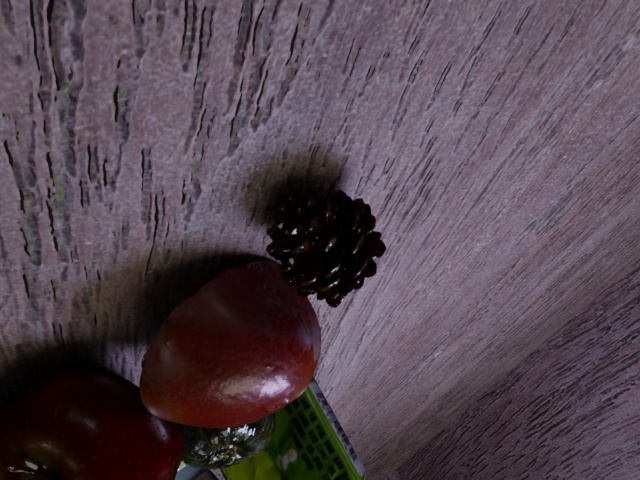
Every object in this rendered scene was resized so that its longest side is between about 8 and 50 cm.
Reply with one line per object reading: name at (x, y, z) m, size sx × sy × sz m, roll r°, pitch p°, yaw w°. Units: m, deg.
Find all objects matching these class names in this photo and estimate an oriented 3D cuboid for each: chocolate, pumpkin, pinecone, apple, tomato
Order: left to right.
apple at (-0.357, 0.342, 0.895) m, size 0.288 × 0.288 × 0.317 m, roll -26°, pitch 165°, yaw -3°
pumpkin at (-0.201, 0.390, 1.220) m, size 0.223 × 0.157 × 0.224 m, roll -13°, pitch 139°, yaw -11°
tomato at (-0.102, 0.179, 0.876) m, size 0.309 × 0.170 × 0.309 m, roll -45°, pitch 152°, yaw -32°
chocolate at (-0.076, 0.492, 1.349) m, size 0.289 × 0.301 × 0.137 m, roll -35°, pitch 161°, yaw 13°
pinecone at (0.000, 0.000, 0.804) m, size 0.173 × 0.173 × 0.173 m, roll -21°, pitch 149°, yaw -13°

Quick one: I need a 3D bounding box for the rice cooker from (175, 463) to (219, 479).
rice cooker at (-0.339, 0.642, 1.366) m, size 0.316 × 0.316 × 0.264 m, roll 10°, pitch 125°, yaw -47°

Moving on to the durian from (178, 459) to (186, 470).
durian at (-0.449, 0.443, 1.082) m, size 0.355 × 0.169 × 0.157 m, roll -32°, pitch 150°, yaw -4°
